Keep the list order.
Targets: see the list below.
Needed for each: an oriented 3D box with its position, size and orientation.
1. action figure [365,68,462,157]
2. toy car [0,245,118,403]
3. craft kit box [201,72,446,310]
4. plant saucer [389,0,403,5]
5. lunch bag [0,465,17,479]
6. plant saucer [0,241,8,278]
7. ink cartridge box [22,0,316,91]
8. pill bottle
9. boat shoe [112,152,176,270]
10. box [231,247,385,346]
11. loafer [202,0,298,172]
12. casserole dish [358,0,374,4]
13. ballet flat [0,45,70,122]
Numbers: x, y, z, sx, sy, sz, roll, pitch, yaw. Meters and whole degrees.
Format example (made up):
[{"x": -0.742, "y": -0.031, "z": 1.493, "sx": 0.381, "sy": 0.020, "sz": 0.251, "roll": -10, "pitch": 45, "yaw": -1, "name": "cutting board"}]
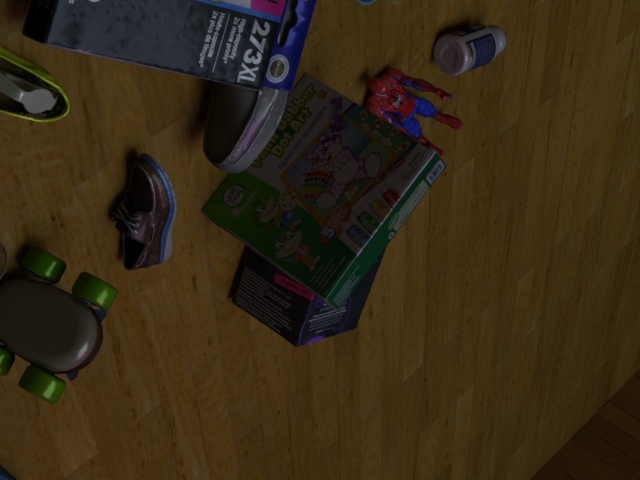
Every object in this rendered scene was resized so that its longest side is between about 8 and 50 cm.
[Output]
[{"x": 0.167, "y": -0.187, "z": 1.943, "sx": 0.091, "sy": 0.139, "sz": 0.280, "roll": -59, "pitch": 147, "yaw": 4, "name": "action figure"}, {"x": -0.318, "y": 0.118, "z": 1.554, "sx": 0.155, "sy": 0.149, "sz": 0.188, "roll": -62, "pitch": 162, "yaw": -9, "name": "toy car"}, {"x": 0.002, "y": -0.071, "z": 1.704, "sx": 0.250, "sy": 0.246, "sz": 0.061, "roll": -54, "pitch": 147, "yaw": -4, "name": "craft kit box"}, {"x": 0.046, "y": -0.486, "z": 1.475, "sx": 0.332, "sy": 0.081, "sz": 0.333, "roll": 16, "pitch": 93, "yaw": -58, "name": "plant saucer"}, {"x": -0.469, "y": 0.370, "z": 1.623, "sx": 0.176, "sy": 0.090, "sz": 0.219, "roll": -44, "pitch": 147, "yaw": -14, "name": "lunch bag"}, {"x": -0.403, "y": 0.031, "z": 1.453, "sx": 0.083, "sy": 0.015, "sz": 0.083, "roll": -36, "pitch": 145, "yaw": -30, "name": "plant saucer"}, {"x": -0.136, "y": -0.271, "z": 1.383, "sx": 0.370, "sy": 0.069, "sz": 0.176, "roll": 6, "pitch": 105, "yaw": -43, "name": "ink cartridge box"}, {"x": 0.241, "y": -0.308, "z": 1.991, "sx": 0.120, "sy": 0.067, "sz": 0.067, "roll": -25, "pitch": 138, "yaw": -41, "name": "pill bottle"}, {"x": -0.227, "y": -0.028, "z": 1.596, "sx": 0.066, "sy": 0.066, "sz": 0.183, "roll": -33, "pitch": 143, "yaw": -32, "name": "boat shoe"}, {"x": 0.000, "y": 0.000, "z": 1.871, "sx": 0.165, "sy": 0.143, "sz": 0.270, "roll": -12, "pitch": 129, "yaw": -52, "name": "box"}, {"x": -0.090, "y": -0.238, "z": 1.556, "sx": 0.111, "sy": 0.112, "sz": 0.320, "roll": 1, "pitch": 112, "yaw": -48, "name": "loafer"}, {"x": 0.052, "y": -0.393, "z": 1.667, "sx": 0.114, "sy": 0.037, "sz": 0.188, "roll": -56, "pitch": 149, "yaw": 1, "name": "casserole dish"}, {"x": -0.343, "y": -0.169, "z": 1.280, "sx": 0.077, "sy": 0.077, "sz": 0.231, "roll": -59, "pitch": 150, "yaw": 8, "name": "ballet flat"}]
